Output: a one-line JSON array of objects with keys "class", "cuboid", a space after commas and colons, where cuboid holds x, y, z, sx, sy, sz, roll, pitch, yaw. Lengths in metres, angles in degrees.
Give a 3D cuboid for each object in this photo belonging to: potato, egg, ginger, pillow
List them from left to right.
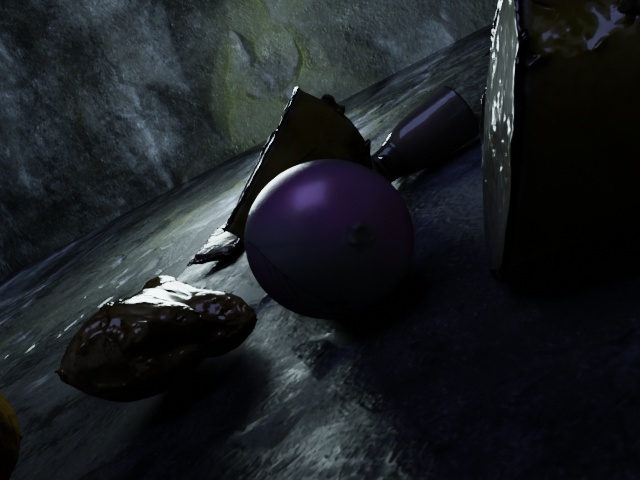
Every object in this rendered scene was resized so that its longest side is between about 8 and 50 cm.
[{"class": "ginger", "cuboid": [-0.204, 0.099, 1.250, 0.236, 0.166, 0.375, -34, 16, 21]}, {"class": "pillow", "cuboid": [-0.191, 0.003, 1.847, 0.118, 0.043, 0.185, -16, 20, 25]}, {"class": "potato", "cuboid": [-0.030, -0.086, 1.563, 0.300, 0.196, 0.246, -55, 8, 40]}, {"class": "egg", "cuboid": [0.000, 0.000, 1.105, 0.196, 0.196, 0.271, -36, 14, -28]}, {"class": "potato", "cuboid": [0.312, -0.107, 0.902, 0.295, 0.290, 0.397, 1, -22, 8]}]

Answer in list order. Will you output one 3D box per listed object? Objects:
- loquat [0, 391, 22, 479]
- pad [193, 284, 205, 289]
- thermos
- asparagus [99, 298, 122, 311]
[{"class": "loquat", "cuboid": [-0.469, 0.262, 1.103, 0.238, 0.193, 0.238, -33, -20, -14]}, {"class": "pad", "cuboid": [-0.287, 0.119, 1.695, 0.112, 0.003, 0.157, -38, 16, -34]}, {"class": "thermos", "cuboid": [0.173, -0.167, 1.622, 0.193, 0.105, 0.137, -38, -12, -6]}, {"class": "asparagus", "cuboid": [-0.321, 0.144, 1.521, 0.080, 0.080, 0.287, -34, 22, -19]}]
